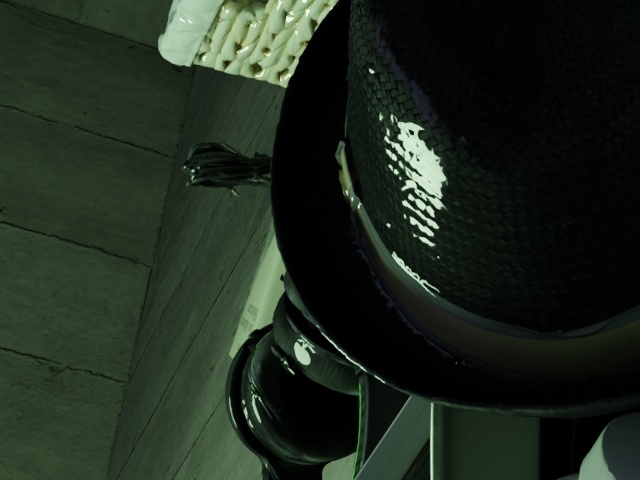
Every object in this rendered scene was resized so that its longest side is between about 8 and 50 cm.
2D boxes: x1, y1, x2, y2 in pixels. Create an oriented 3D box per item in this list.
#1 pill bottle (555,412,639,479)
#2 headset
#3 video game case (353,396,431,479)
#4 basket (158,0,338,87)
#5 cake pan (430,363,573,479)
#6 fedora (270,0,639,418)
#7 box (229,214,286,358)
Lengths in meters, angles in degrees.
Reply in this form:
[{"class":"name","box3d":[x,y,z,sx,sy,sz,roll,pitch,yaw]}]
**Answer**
[{"class":"pill bottle","box3d":[0.134,0.174,0.923,0.108,0.108,0.180,-89,19,-54]},{"class":"headset","box3d":[-0.018,0.088,1.591,0.243,0.185,0.394,121,151,-50]},{"class":"video game case","box3d":[0.026,0.215,1.201,0.204,0.025,0.285,-53,-18,-28]},{"class":"basket","box3d":[0.043,-0.328,1.701,0.328,0.266,0.331,127,157,-60]},{"class":"cake pan","box3d":[0.108,0.060,1.079,0.293,0.054,0.293,2,-90,-78]},{"class":"fedora","box3d":[0.106,-0.088,0.900,0.152,0.334,0.334,68,-156,-50]},{"class":"box","box3d":[0.000,0.000,1.864,0.113,0.094,0.275,-165,93,-79]}]
